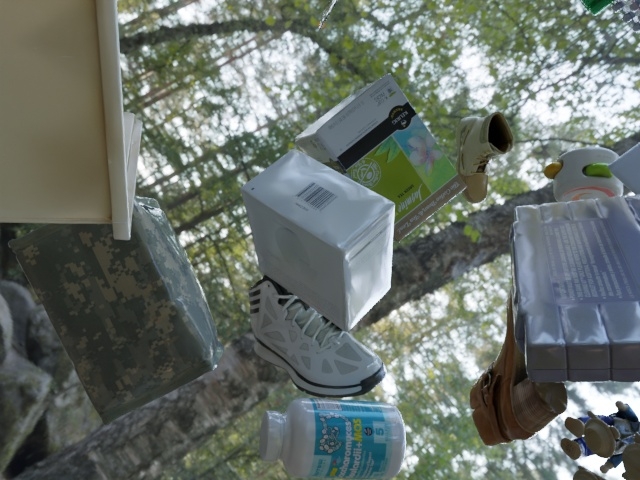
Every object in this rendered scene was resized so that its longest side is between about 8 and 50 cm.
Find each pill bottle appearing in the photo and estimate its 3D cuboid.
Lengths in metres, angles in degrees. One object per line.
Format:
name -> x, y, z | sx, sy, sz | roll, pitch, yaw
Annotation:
pill bottle -> 0.020, 0.383, 1.093 | 0.146, 0.264, 0.146 | -174, -90, -76

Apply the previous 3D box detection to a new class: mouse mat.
mouse mat -> 0.047, -0.759, 1.758 | 0.007, 0.153, 0.190 | 27, -49, -16

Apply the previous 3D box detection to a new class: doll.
doll -> 0.491, 0.334, 0.954 | 0.046, 0.189, 0.129 | -163, -100, -66

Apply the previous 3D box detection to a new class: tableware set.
tableware set -> 0.405, 0.327, 0.771 | 0.141, 0.020, 0.169 | -146, -125, -65

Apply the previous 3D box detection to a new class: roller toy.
roller toy -> 0.818, -0.194, 1.736 | 0.191, 0.146, 0.209 | 24, -26, -35

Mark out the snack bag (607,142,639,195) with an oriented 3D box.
snack bag -> 0.698, -0.118, 0.899 | 0.037, 0.323, 0.342 | 34, 26, -39

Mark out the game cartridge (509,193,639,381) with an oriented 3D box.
game cartridge -> 0.344, 0.039, 0.660 | 0.355, 0.230, 0.068 | -58, 135, -59

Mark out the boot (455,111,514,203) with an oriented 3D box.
boot -> 0.475, -0.233, 1.629 | 0.203, 0.095, 0.262 | -157, -117, -76

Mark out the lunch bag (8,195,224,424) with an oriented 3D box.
lunch bag -> -0.242, 0.072, 0.754 | 0.235, 0.169, 0.287 | 64, -4, -2

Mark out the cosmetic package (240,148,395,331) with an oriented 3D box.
cosmetic package -> 0.000, 0.000, 0.983 | 0.224, 0.138, 0.225 | 33, -33, 28

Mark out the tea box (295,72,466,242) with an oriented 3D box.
tea box -> 0.134, -0.197, 1.408 | 0.323, 0.220, 0.329 | 51, -4, -12

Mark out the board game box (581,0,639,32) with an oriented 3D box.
board game box -> 0.420, -0.456, 0.903 | 0.390, 0.050, 0.390 | 38, 31, -28

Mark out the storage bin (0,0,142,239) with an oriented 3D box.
storage bin -> -0.212, -0.179, 0.448 | 0.260, 0.123, 0.262 | -111, -156, -55

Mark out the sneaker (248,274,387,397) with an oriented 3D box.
sneaker -> -0.043, 0.204, 1.373 | 0.447, 0.169, 0.257 | 12, -57, 46

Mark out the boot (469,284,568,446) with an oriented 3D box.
boot -> 0.358, 0.231, 1.058 | 0.220, 0.109, 0.283 | 114, -20, -53
